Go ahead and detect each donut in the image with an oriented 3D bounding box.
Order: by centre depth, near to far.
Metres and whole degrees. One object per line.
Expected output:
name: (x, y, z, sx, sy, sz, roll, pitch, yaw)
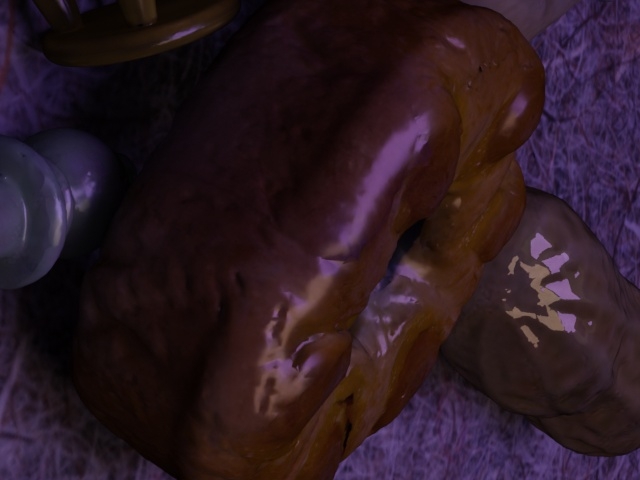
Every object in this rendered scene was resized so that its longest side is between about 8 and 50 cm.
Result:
donut: (0.000, 0.000, 0.948, 0.317, 0.150, 0.299, -43, 157, -42)

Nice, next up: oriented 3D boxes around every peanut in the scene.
peanut: (0.178, 0.072, 1.275, 0.313, 0.152, 0.152, 44, 60, -49)

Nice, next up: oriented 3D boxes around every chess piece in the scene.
chess piece: (-0.171, -0.012, 0.835, 0.271, 0.139, 0.139, -26, 115, -62)

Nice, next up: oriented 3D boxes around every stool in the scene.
stool: (-0.107, -0.160, 0.894, 0.135, 0.134, 0.111, -117, -168, -71)

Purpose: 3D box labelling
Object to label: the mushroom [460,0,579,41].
mushroom: (0.146, -0.250, 1.041, 0.314, 0.336, 0.314, -21, 118, -45)
